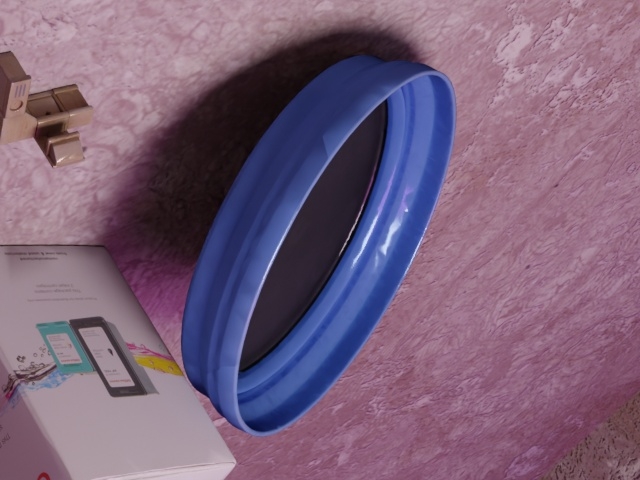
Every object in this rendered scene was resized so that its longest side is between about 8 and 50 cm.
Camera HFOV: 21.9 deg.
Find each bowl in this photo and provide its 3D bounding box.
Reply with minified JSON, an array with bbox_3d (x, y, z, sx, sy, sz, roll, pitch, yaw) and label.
[{"bbox_3d":[0.000,0.000,1.588,0.391,0.077,0.391,-51,158,-29],"label":"bowl"}]

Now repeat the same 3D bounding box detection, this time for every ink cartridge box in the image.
[{"bbox_3d":[-0.255,0.168,1.519,0.197,0.270,0.198,0,137,-48],"label":"ink cartridge box"}]

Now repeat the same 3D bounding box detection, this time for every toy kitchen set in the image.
[{"bbox_3d":[-0.217,-0.108,1.339,0.083,0.068,0.075,-17,148,-31],"label":"toy kitchen set"}]
